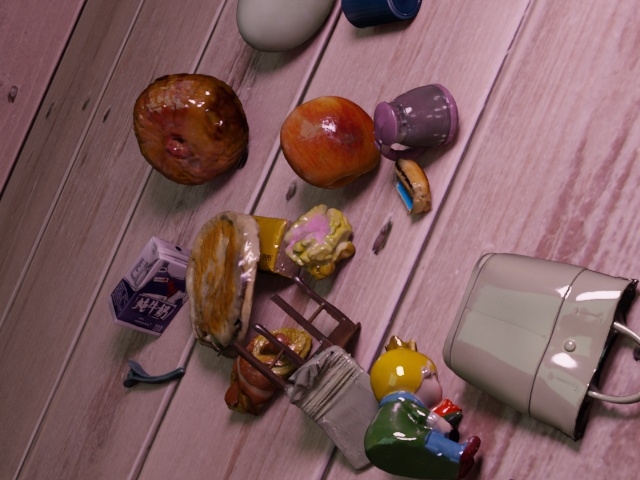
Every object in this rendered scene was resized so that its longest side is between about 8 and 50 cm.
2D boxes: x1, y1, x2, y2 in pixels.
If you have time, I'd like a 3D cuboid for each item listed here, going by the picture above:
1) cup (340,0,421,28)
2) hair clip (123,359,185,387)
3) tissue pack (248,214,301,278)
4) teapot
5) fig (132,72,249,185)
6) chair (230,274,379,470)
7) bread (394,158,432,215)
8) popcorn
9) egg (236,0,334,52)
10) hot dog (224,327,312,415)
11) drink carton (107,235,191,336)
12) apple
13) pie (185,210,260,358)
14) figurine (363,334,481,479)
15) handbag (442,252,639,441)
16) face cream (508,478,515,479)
[{"bbox_3d":[0.135,-0.527,1.766,0.138,0.113,0.150,9,81,50],"label":"cup"},{"bbox_3d":[-0.399,0.327,2.030,0.229,0.039,0.070,-6,68,43],"label":"hair clip"},{"bbox_3d":[-0.111,0.012,1.804,0.169,0.082,0.120,9,82,52],"label":"tissue pack"},{"bbox_3d":[0.162,-0.217,1.540,0.148,0.146,0.116,-30,73,65],"label":"teapot"},{"bbox_3d":[-0.312,-0.317,2.104,0.286,0.286,0.369,-45,20,25],"label":"fig"},{"bbox_3d":[0.015,0.231,1.512,0.160,0.319,0.186,-50,-3,16],"label":"chair"},{"bbox_3d":[0.171,-0.101,1.546,0.106,0.053,0.072,-115,15,-46],"label":"bread"},{"bbox_3d":[0.000,0.000,1.651,0.125,0.126,0.145,-24,25,24],"label":"popcorn"},{"bbox_3d":[-0.079,-0.565,1.964,0.282,0.203,0.203,-43,43,20],"label":"egg"},{"bbox_3d":[-0.123,0.256,1.683,0.261,0.093,0.123,-52,35,19],"label":"hot dog"},{"bbox_3d":[-0.403,0.112,2.058,0.222,0.134,0.102,-52,38,17],"label":"drink carton"},{"bbox_3d":[0.023,-0.198,1.662,0.173,0.195,0.160,67,156,12],"label":"apple"},{"bbox_3d":[-0.203,0.093,1.780,0.339,0.077,0.339,-16,72,62],"label":"pie"},{"bbox_3d":[0.164,0.261,1.335,0.234,0.185,0.127,-69,-19,-56],"label":"figurine"},{"bbox_3d":[0.346,0.149,1.220,0.315,0.109,0.241,19,88,39],"label":"handbag"},{"bbox_3d":[0.214,0.462,1.193,0.078,0.078,0.273,37,100,52],"label":"face cream"}]
